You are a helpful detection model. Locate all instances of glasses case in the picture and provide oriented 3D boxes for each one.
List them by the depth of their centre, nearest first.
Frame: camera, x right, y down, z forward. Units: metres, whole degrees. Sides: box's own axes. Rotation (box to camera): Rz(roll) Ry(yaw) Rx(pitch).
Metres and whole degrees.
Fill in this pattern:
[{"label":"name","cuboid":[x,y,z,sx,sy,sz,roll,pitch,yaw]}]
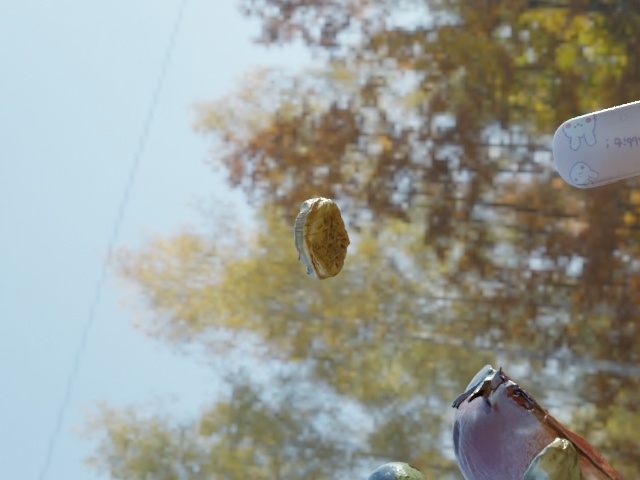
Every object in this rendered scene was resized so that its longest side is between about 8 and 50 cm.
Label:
[{"label":"glasses case","cuboid":[0.508,-0.160,2.259,0.075,0.296,0.113,-2,-101,-68]}]

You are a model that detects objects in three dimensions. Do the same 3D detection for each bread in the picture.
[{"label":"bread","cuboid":[0.000,0.000,1.810,0.111,0.044,0.083,68,-143,-47]}]

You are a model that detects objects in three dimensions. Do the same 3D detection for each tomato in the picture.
[{"label":"tomato","cuboid":[0.309,0.334,2.217,0.170,0.309,0.309,-46,-31,4]}]

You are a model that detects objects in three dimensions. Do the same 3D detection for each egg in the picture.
[{"label":"egg","cuboid":[0.093,0.312,1.773,0.110,0.085,0.085,97,-175,-73]}]

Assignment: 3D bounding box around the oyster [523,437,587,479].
[{"label":"oyster","cuboid":[0.179,0.341,1.330,0.341,0.110,0.166,-67,-22,3]}]
